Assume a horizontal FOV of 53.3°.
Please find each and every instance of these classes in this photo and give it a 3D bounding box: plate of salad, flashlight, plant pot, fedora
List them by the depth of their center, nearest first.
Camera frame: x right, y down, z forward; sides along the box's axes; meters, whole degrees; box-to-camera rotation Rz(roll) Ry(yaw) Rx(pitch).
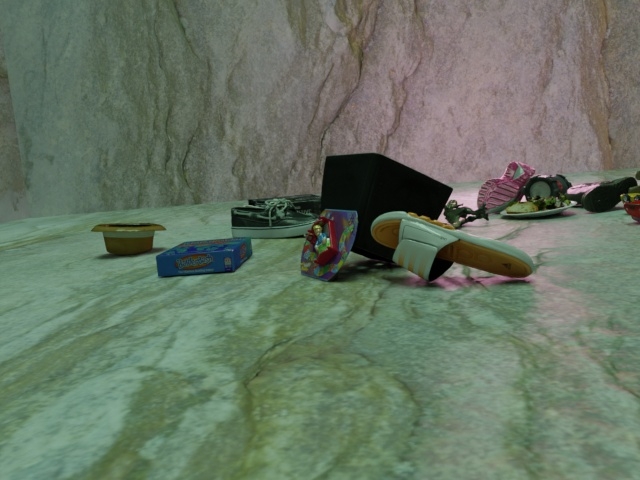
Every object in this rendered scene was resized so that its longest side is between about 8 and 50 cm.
[{"bbox_3d":[0.105,-0.053,1.211,0.188,0.166,0.187,19,-4,-29],"label":"plant pot"},{"bbox_3d":[-0.512,-0.004,1.709,0.195,0.079,0.194,1,6,0],"label":"fedora"},{"bbox_3d":[0.588,-0.097,1.728,0.200,0.048,0.200,-10,6,1],"label":"plate of salad"},{"bbox_3d":[0.707,-0.153,1.953,0.103,0.103,0.304,5,7,33],"label":"flashlight"}]

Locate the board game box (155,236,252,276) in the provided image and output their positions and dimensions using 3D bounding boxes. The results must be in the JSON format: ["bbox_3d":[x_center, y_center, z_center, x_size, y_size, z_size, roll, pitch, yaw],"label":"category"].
[{"bbox_3d":[-0.245,0.032,1.383,0.160,0.047,0.210,-5,7,4],"label":"board game box"}]

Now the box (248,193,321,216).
[{"bbox_3d":[-0.118,-0.108,2.208,0.243,0.076,0.307,-6,8,-9],"label":"box"}]

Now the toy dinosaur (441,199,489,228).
[{"bbox_3d":[0.374,-0.065,1.654,0.118,0.064,0.268,-10,9,14],"label":"toy dinosaur"}]

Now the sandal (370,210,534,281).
[{"bbox_3d":[0.193,0.026,0.999,0.265,0.076,0.102,15,-28,23],"label":"sandal"}]

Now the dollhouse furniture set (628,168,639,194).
[{"bbox_3d":[0.896,-0.140,1.630,0.123,0.144,0.151,-13,25,-21],"label":"dollhouse furniture set"}]

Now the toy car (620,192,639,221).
[{"bbox_3d":[0.820,-0.080,1.473,0.225,0.053,0.239,-1,9,23],"label":"toy car"}]

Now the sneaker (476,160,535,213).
[{"bbox_3d":[0.555,-0.135,1.920,0.103,0.111,0.252,34,51,31],"label":"sneaker"}]

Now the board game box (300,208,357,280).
[{"bbox_3d":[0.000,0.000,1.145,0.033,0.133,0.169,25,-7,-27],"label":"board game box"}]

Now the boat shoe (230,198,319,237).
[{"bbox_3d":[-0.120,-0.065,1.794,0.306,0.104,0.113,0,9,33],"label":"boat shoe"}]

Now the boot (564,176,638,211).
[{"bbox_3d":[0.744,-0.125,1.776,0.190,0.076,0.208,-17,9,-18],"label":"boot"}]

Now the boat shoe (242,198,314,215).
[{"bbox_3d":[-0.133,-0.077,1.915,0.277,0.096,0.098,0,9,32],"label":"boat shoe"}]
